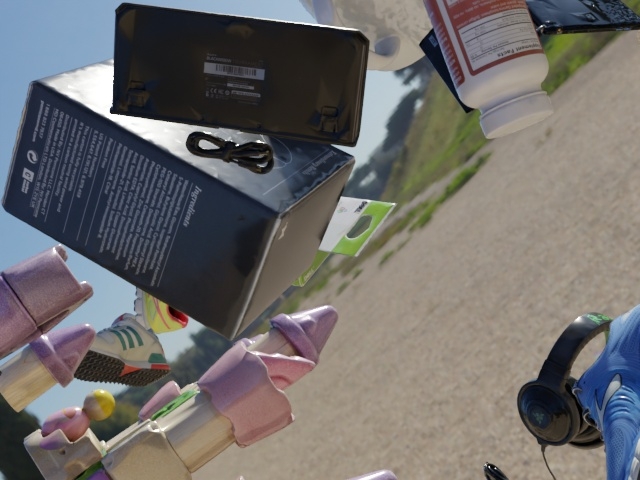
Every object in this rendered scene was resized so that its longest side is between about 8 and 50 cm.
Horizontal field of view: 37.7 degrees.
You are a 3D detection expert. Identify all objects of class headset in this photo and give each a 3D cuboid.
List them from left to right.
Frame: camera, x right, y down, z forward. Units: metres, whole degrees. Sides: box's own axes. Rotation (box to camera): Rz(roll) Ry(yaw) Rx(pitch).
[{"bbox_3d":[0.451,0.317,1.796,0.243,0.185,0.394,18,-85,-47],"label":"headset"}]

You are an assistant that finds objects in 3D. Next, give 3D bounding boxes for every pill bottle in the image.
[{"bbox_3d":[0.218,-0.247,1.203,0.121,0.216,0.121,-19,-5,-2],"label":"pill bottle"}]

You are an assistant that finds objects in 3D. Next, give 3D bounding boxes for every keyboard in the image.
[{"bbox_3d":[-0.059,-0.102,0.656,0.023,0.180,0.108,-53,-29,-71],"label":"keyboard"}]

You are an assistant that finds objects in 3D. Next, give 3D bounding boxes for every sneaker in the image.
[{"bbox_3d":[-0.237,0.118,1.067,0.057,0.075,0.161,-30,-28,21],"label":"sneaker"},{"bbox_3d":[-0.258,0.056,1.552,0.094,0.209,0.081,1,15,23],"label":"sneaker"},{"bbox_3d":[0.380,0.218,1.115,0.147,0.129,0.330,-30,32,50],"label":"sneaker"}]

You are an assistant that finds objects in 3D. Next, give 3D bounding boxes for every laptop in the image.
[{"bbox_3d":[0.320,-0.318,1.451,0.264,0.234,0.137,-6,-50,-13],"label":"laptop"}]

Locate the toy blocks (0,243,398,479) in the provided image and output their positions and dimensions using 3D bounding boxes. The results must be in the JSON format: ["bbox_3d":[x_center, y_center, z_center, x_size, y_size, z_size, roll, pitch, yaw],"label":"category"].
[{"bbox_3d":[-0.090,0.114,0.726,0.260,0.309,0.288,-36,1,-15],"label":"toy blocks"}]

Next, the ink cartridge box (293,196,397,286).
[{"bbox_3d":[0.000,0.000,1.789,0.189,0.255,0.097,-49,-42,-44],"label":"ink cartridge box"}]

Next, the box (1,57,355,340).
[{"bbox_3d":[-0.198,-0.084,1.367,0.293,0.395,0.212,-41,-24,-61],"label":"box"}]

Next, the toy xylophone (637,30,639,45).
[{"bbox_3d":[0.624,-0.309,1.580,0.081,0.323,0.236,-17,38,38],"label":"toy xylophone"}]

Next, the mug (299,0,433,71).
[{"bbox_3d":[0.076,-0.493,1.807,0.276,0.328,0.374,-23,50,37],"label":"mug"}]
